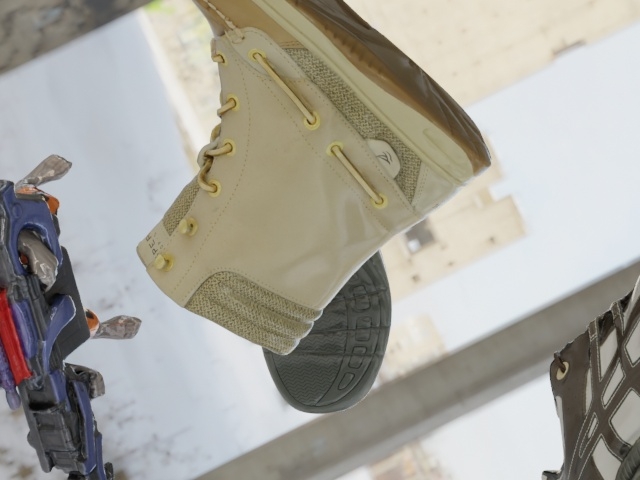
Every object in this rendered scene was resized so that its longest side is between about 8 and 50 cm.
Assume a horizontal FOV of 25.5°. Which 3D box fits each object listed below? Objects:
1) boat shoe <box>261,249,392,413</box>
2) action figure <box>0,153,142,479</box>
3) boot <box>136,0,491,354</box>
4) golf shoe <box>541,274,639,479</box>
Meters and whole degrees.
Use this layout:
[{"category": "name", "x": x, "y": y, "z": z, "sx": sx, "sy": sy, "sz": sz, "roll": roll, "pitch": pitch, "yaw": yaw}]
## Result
[{"category": "boat shoe", "x": -0.003, "y": -0.001, "z": 1.239, "sx": 0.103, "sy": 0.118, "sz": 0.320, "roll": -89, "pitch": 172, "yaw": -68}, {"category": "action figure", "x": -0.282, "y": 0.099, "z": 1.313, "sx": 0.330, "sy": 0.178, "sz": 0.341, "roll": -47, "pitch": 130, "yaw": -69}, {"category": "boot", "x": -0.056, "y": -0.067, "z": 0.847, "sx": 0.262, "sy": 0.203, "sz": 0.095, "roll": 39, "pitch": 21, "yaw": -16}, {"category": "golf shoe", "x": 0.138, "y": 0.047, "z": 0.609, "sx": 0.094, "sy": 0.077, "sz": 0.198, "roll": 26, "pitch": -66, "yaw": 44}]
